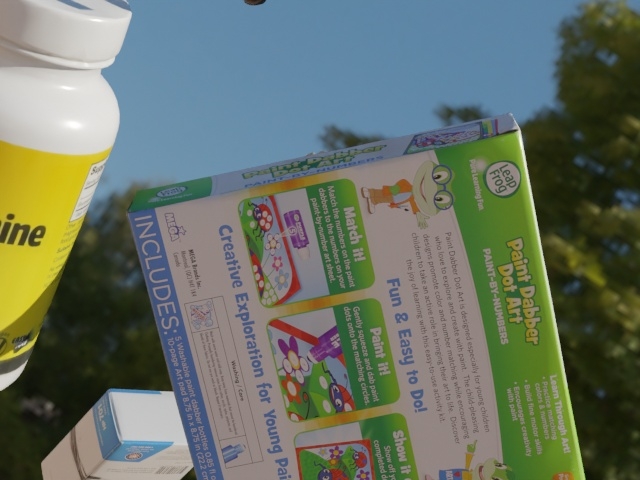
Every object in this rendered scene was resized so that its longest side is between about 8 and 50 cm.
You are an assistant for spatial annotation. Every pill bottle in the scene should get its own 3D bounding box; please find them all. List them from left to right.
[{"bbox_3d":[-0.273,-0.057,1.325,0.188,0.334,0.188,21,20,-8],"label":"pill bottle"}]

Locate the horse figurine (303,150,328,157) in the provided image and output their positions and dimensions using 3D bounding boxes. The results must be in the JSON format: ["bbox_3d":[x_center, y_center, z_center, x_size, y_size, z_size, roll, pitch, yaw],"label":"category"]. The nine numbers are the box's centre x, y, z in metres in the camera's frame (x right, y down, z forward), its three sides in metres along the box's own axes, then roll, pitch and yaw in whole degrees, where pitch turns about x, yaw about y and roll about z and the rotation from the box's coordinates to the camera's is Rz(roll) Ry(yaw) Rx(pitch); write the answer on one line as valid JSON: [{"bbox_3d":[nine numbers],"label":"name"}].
[{"bbox_3d":[0.000,0.000,1.379,0.174,0.263,0.066,6,-42,56],"label":"horse figurine"}]

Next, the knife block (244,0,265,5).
[{"bbox_3d":[-0.044,-0.317,1.294,0.276,0.242,0.088,40,-14,12],"label":"knife block"}]

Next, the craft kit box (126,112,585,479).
[{"bbox_3d":[0.027,0.065,1.064,0.061,0.247,0.249,-81,160,-72],"label":"craft kit box"}]

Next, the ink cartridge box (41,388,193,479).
[{"bbox_3d":[-0.241,0.267,2.076,0.140,0.082,0.191,7,-37,-37],"label":"ink cartridge box"}]
